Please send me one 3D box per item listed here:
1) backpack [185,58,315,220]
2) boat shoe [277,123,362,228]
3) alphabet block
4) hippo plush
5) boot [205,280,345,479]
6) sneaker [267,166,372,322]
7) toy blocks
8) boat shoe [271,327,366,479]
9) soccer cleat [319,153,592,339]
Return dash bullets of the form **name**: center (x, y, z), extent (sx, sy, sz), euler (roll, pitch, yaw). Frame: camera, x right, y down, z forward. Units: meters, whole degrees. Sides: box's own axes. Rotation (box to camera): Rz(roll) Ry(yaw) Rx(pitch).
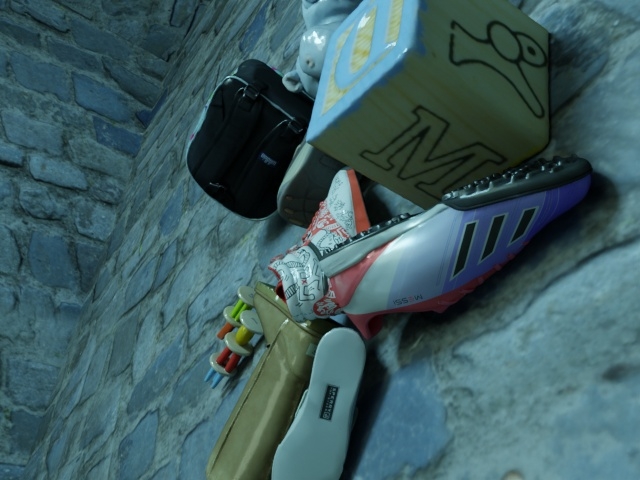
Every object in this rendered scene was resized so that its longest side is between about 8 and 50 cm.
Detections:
- **backpack**: center (-0.109, -0.171, 1.327), extent (0.254, 0.225, 0.191), euler (-53, 2, 33)
- **boat shoe**: center (0.042, -0.178, 1.125), extent (0.355, 0.132, 0.130), euler (-49, 27, 27)
- **alphabet block**: center (0.126, -0.179, 0.863), extent (0.193, 0.197, 0.193), euler (-33, 36, 49)
- **hippo plush**: center (0.000, -0.357, 1.230), extent (0.294, 0.234, 0.237), euler (160, 126, -77)
- **boot**: center (-0.088, 0.204, 1.049), extent (0.270, 0.089, 0.236), euler (-64, 23, 0)
- **sneaker**: center (0.000, -0.001, 0.999), extent (0.144, 0.090, 0.270), euler (-16, 38, 4)
- **toy blocks**: center (-0.150, 0.167, 1.262), extent (0.148, 0.054, 0.123), euler (-54, 25, 22)
- **boat shoe**: center (0.007, 0.210, 0.874), extent (0.070, 0.077, 0.220), euler (51, -121, -77)
- **soccer cleat**: center (0.142, 0.010, 0.777), extent (0.318, 0.117, 0.108), euler (-24, 0, 35)
